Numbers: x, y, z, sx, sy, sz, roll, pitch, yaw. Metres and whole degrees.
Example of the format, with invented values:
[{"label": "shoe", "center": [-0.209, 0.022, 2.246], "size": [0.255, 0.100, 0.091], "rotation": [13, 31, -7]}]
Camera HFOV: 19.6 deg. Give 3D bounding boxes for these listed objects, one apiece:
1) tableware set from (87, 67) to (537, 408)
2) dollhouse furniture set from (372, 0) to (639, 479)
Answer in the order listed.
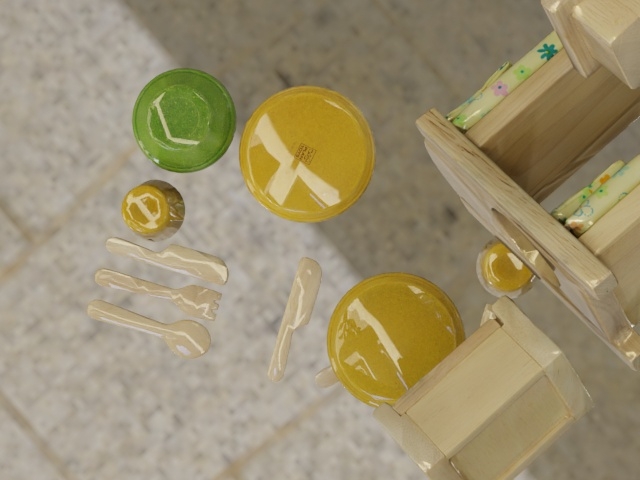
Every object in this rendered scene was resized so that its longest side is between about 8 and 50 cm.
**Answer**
[{"label": "tableware set", "center": [0.000, 0.000, 0.650], "size": [0.024, 0.154, 0.104], "rotation": [6, 99, -84]}, {"label": "dollhouse furniture set", "center": [0.057, -0.039, 0.551], "size": [0.182, 0.101, 0.161], "rotation": [-41, 143, -3]}]
